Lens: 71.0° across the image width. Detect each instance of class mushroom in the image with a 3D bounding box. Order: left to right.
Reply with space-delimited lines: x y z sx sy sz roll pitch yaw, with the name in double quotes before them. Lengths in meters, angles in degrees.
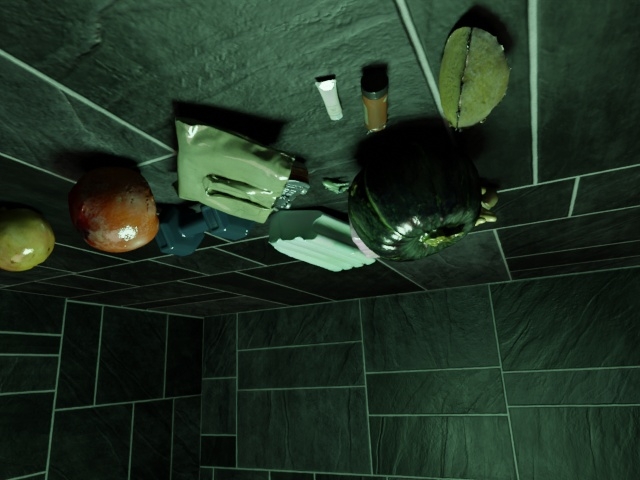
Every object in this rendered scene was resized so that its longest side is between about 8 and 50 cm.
"mushroom" 0.427 -0.087 1.396 0.270 0.103 0.118 -27 157 33

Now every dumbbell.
"dumbbell" -0.336 -0.054 1.281 0.324 0.144 0.159 -16 157 37

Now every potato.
"potato" 0.248 -0.284 0.743 0.100 0.089 0.172 -20 133 -10

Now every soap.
"soap" 0.000 0.000 1.502 0.346 0.115 0.208 20 154 -38

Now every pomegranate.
"pomegranate" -0.872 -0.004 1.284 0.191 0.192 0.191 -3 164 -1

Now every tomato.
"tomato" -0.493 -0.072 1.069 0.184 0.208 0.208 -17 170 -24

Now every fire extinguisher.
"fire extinguisher" 0.107 -0.252 0.850 0.062 0.050 0.177 -42 164 -4

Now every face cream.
"face cream" 0.020 -0.264 0.839 0.038 0.020 0.115 -5 161 11

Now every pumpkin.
"pumpkin" 0.221 -0.093 1.062 0.322 0.242 0.323 -12 153 -6

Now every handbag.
"handbag" -0.204 -0.150 1.003 0.252 0.109 0.316 19 154 -13

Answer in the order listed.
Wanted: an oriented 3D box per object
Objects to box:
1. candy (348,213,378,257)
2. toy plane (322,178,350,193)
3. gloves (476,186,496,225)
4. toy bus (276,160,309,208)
"candy" 0.167 -0.047 1.365 0.115 0.156 0.265 -8 163 14
"toy plane" 0.039 -0.146 1.219 0.083 0.033 0.080 9 175 -33
"gloves" 0.392 -0.089 1.258 0.203 0.165 0.124 23 -176 -10
"toy bus" -0.089 -0.142 1.133 0.079 0.077 0.174 12 158 -25
